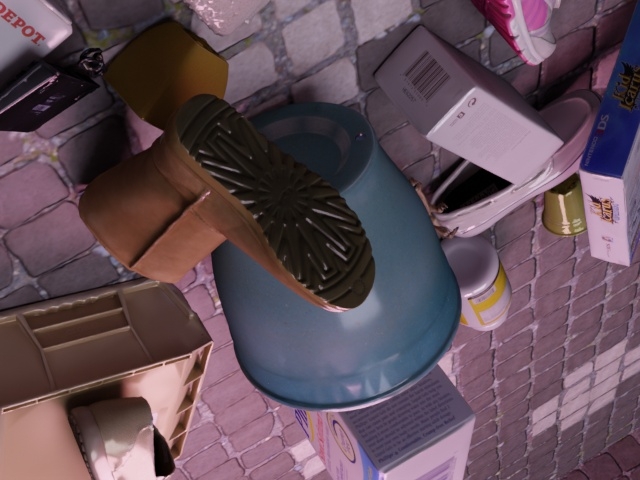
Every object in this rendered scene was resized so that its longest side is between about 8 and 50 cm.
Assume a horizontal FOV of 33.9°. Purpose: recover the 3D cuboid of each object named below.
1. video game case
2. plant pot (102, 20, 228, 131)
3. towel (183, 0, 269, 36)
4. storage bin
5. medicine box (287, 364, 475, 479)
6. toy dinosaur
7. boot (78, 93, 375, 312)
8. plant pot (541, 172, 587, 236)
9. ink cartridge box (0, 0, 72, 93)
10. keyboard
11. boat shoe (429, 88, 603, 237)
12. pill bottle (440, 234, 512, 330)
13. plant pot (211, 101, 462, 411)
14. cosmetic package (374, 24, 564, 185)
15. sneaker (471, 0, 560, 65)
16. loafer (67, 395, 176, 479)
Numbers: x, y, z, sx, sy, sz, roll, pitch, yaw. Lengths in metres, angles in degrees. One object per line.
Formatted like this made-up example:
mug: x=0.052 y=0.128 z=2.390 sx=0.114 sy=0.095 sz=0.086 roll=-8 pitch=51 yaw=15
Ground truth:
video game case: x=0.408 y=-0.139 z=1.366 sx=0.269 sy=0.061 sz=0.244 roll=-66 pitch=153 yaw=-19
plant pot: x=-0.133 y=-0.151 z=0.968 sx=0.083 sy=0.081 sz=0.081 roll=-50 pitch=146 yaw=10
towel: x=-0.081 y=-0.293 z=0.853 sx=0.187 sy=0.049 sz=0.282 roll=-40 pitch=148 yaw=8
storage bin: x=-0.282 y=0.190 z=1.241 sx=0.260 sy=0.123 sz=0.262 roll=-14 pitch=142 yaw=-31
medicine box: x=0.064 y=0.225 z=1.445 sx=0.149 sy=0.289 sz=0.263 roll=-27 pitch=147 yaw=-16
toy dinosaur: x=0.127 y=-0.023 z=1.370 sx=0.053 sy=0.093 sz=0.183 roll=-44 pitch=166 yaw=-29
boot: x=-0.095 y=-0.006 z=0.977 sx=0.089 sy=0.236 sz=0.269 roll=-45 pitch=-172 yaw=-31
plant pot: x=0.361 y=-0.062 z=1.550 sx=0.083 sy=0.083 sz=0.079 roll=-32 pitch=137 yaw=-5
ink cartridge box: x=-0.316 y=-0.152 z=0.785 sx=0.208 sy=0.087 sz=0.153 roll=-39 pitch=148 yaw=6
keyboard: x=-0.223 y=-0.127 z=0.874 sx=0.108 sy=0.023 sz=0.180 roll=-33 pitch=-174 yaw=1
boat shoe: x=0.255 y=-0.108 z=1.374 sx=0.268 sy=0.096 sz=0.088 roll=-35 pitch=153 yaw=16
pill bottle: x=0.229 y=0.069 z=1.567 sx=0.103 sy=0.103 sz=0.184 roll=-35 pitch=148 yaw=1
plant pot: x=0.000 y=0.000 z=1.139 sx=0.272 sy=0.271 sz=0.255 roll=-28 pitch=133 yaw=-11
cosmetic package: x=0.176 y=-0.150 z=1.216 sx=0.085 sy=0.117 sz=0.231 roll=-46 pitch=145 yaw=18
sneaker: x=0.217 y=-0.278 z=1.095 sx=0.111 sy=0.103 sz=0.252 roll=-36 pitch=149 yaw=5
loafer: x=-0.210 y=0.265 z=1.193 sx=0.092 sy=0.102 sz=0.268 roll=-20 pitch=145 yaw=-12
